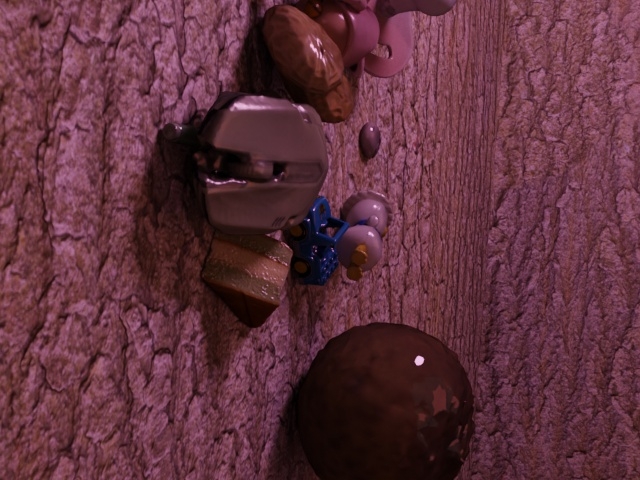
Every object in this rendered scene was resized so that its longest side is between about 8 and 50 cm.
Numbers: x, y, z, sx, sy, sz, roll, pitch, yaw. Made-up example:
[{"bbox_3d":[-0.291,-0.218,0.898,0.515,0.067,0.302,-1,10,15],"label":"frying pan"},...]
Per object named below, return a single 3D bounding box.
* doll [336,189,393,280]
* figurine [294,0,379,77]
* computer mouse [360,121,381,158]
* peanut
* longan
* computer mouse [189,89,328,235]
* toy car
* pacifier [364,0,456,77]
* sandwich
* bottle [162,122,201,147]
[{"bbox_3d":[0.093,-0.016,1.823,0.293,0.119,0.138,-77,-172,-61],"label":"doll"},{"bbox_3d":[0.031,-0.444,1.548,0.186,0.176,0.287,-14,141,-33],"label":"figurine"},{"bbox_3d":[0.123,-0.235,1.997,0.096,0.039,0.066,69,34,-49],"label":"computer mouse"},{"bbox_3d":[-0.019,-0.303,1.483,0.196,0.110,0.233,57,-4,32],"label":"peanut"},{"bbox_3d":[0.141,0.351,1.739,0.391,0.391,0.391,6,90,-68],"label":"longan"},{"bbox_3d":[-0.075,-0.125,1.366,0.429,0.145,0.228,-21,120,-71],"label":"computer mouse"},{"bbox_3d":[0.000,0.000,1.675,0.097,0.100,0.191,-51,140,-53],"label":"toy car"},{"bbox_3d":[0.148,-0.509,1.779,0.220,0.273,0.332,21,76,-84],"label":"pacifier"},{"bbox_3d":[-0.140,0.064,1.466,0.187,0.144,0.117,132,-23,-63],"label":"sandwich"},{"bbox_3d":[-0.199,-0.155,1.246,0.083,0.030,0.030,0,95,-67],"label":"bottle"}]
